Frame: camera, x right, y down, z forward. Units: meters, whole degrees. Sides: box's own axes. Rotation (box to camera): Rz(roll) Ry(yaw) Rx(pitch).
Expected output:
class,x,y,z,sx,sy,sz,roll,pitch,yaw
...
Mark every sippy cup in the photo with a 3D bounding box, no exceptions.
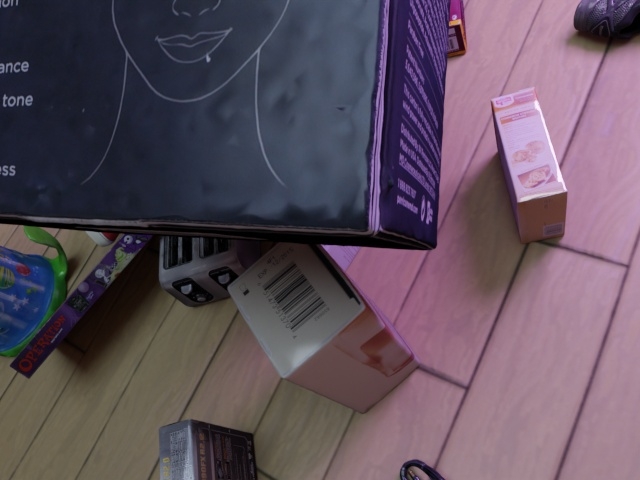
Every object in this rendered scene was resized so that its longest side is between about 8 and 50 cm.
class,x,y,z,sx,sy,sz,roll,pitch,yaw
sippy cup,-0.701,0.102,1.118,0.240,0.224,0.305,8,69,26

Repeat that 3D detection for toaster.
class,x,y,z,sx,sy,sz,roll,pitch,yaw
toaster,-0.200,0.014,1.008,0.168,0.110,0.185,-16,60,15

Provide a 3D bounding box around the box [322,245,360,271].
class,x,y,z,sx,sy,sz,roll,pitch,yaw
box,0.000,0.000,0.931,0.101,0.102,0.087,29,82,31

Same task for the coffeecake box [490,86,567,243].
class,x,y,z,sx,sy,sz,roll,pitch,yaw
coffeecake box,0.316,-0.111,0.821,0.068,0.142,0.185,-13,61,17

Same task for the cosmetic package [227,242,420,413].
class,x,y,z,sx,sy,sz,roll,pitch,yaw
cosmetic package,0.020,0.124,0.746,0.129,0.296,0.153,-40,58,1

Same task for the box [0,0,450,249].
class,x,y,z,sx,sy,sz,roll,pitch,yaw
box,-0.122,-0.238,0.550,0.480,0.297,0.471,4,89,20

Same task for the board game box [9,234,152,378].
class,x,y,z,sx,sy,sz,roll,pitch,yaw
board game box,-0.442,0.087,1.047,0.347,0.056,0.208,-51,12,-6

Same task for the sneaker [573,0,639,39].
class,x,y,z,sx,sy,sz,roll,pitch,yaw
sneaker,0.555,-0.432,0.911,0.227,0.087,0.130,-49,58,-1

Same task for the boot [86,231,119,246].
class,x,y,z,sx,sy,sz,roll,pitch,yaw
boot,-0.397,-0.095,1.127,0.176,0.088,0.244,-29,32,6

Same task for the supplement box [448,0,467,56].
class,x,y,z,sx,sy,sz,roll,pitch,yaw
supplement box,0.228,-0.457,1.067,0.104,0.081,0.188,-7,63,21

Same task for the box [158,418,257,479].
class,x,y,z,sx,sy,sz,roll,pitch,yaw
box,-0.148,0.384,0.759,0.056,0.183,0.231,-20,60,14

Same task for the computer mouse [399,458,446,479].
class,x,y,z,sx,sy,sz,roll,pitch,yaw
computer mouse,0.186,0.392,0.700,0.071,0.041,0.242,-48,50,16
